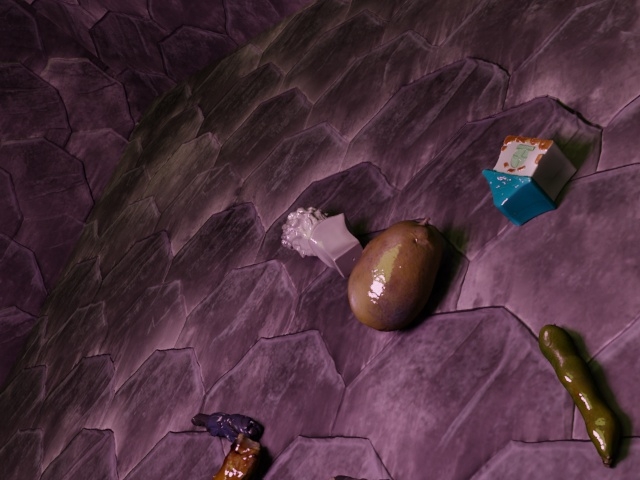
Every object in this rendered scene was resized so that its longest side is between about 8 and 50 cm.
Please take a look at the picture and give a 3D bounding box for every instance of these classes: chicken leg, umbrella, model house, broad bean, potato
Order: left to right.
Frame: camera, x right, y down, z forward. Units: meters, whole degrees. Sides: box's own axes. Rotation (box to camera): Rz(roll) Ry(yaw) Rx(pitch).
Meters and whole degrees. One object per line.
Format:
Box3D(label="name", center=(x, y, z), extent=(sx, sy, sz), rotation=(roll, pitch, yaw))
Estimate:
Box3D(label="chicken leg", center=(-0.227, 0.576, 1.398), extent=(0.361, 0.140, 0.211), rotation=(-60, 25, -6))
Box3D(label="umbrella", center=(-0.229, 0.424, 1.616), extent=(0.248, 0.071, 0.071), rotation=(-1, 58, 50))
Box3D(label="potato", center=(0.157, 0.062, 1.413), extent=(0.174, 0.159, 0.251), rotation=(32, 97, 32))
Box3D(label="model house", center=(0.390, -0.113, 1.339), extent=(0.149, 0.100, 0.127), rotation=(-58, 32, -6))
Box3D(label="broad bean", center=(0.393, 0.219, 1.060), extent=(0.256, 0.052, 0.052), rotation=(-102, 16, -48))

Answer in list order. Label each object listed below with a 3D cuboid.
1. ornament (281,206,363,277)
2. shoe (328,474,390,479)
Box3D(label="ornament", center=(0.011, -0.011, 1.697), extent=(0.130, 0.120, 0.285), rotation=(-41, 30, -19))
Box3D(label="shoe", center=(0.088, 0.453, 1.178), extent=(0.112, 0.099, 0.227), rotation=(-25, 11, -10))
